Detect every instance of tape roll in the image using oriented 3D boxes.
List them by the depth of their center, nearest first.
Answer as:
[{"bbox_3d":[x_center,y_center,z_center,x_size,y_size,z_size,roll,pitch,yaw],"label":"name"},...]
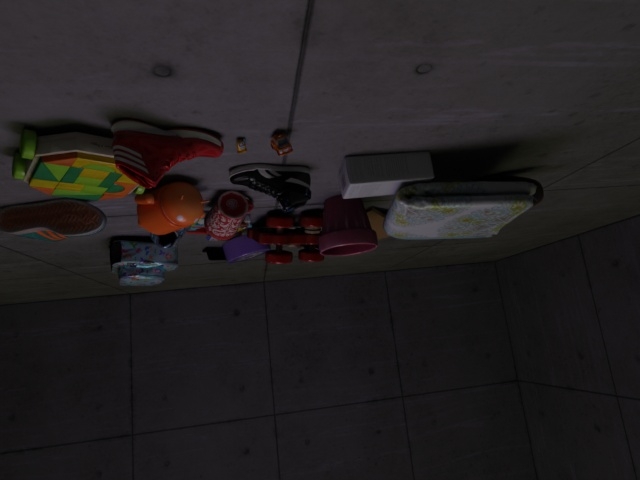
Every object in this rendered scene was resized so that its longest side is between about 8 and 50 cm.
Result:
[{"bbox_3d":[-0.308,0.030,1.788,0.189,0.080,0.189,-18,174,-2],"label":"tape roll"}]

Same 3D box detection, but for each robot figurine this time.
[{"bbox_3d":[-0.409,-0.087,1.166,0.220,0.128,0.158,-14,123,33],"label":"robot figurine"}]

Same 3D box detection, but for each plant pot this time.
[{"bbox_3d":[0.086,-0.052,1.461,0.202,0.180,0.201,-6,168,-1],"label":"plant pot"}]

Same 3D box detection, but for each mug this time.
[{"bbox_3d":[-0.281,-0.094,1.331,0.113,0.150,0.169,34,152,-10],"label":"mug"}]

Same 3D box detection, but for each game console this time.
[{"bbox_3d":[-0.477,0.068,1.999,0.122,0.071,0.107,2,165,-31],"label":"game console"}]

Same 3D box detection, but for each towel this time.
[{"bbox_3d":[0.385,-0.085,1.256,0.375,0.090,0.320,-2,163,1],"label":"towel"}]

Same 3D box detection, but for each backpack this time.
[{"bbox_3d":[-0.699,0.084,1.718,0.254,0.191,0.225,-6,168,-29],"label":"backpack"}]

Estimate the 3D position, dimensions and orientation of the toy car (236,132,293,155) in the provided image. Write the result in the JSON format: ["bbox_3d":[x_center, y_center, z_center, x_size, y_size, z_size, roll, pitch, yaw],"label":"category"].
[{"bbox_3d":[-0.124,-0.207,0.935,0.122,0.060,0.040,-12,137,-5],"label":"toy car"}]

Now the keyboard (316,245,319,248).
[{"bbox_3d":[0.000,0.000,2.054,0.100,0.038,0.192,21,163,-11],"label":"keyboard"}]

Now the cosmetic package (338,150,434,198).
[{"bbox_3d":[0.174,-0.177,1.162,0.231,0.085,0.117,-7,168,-9],"label":"cosmetic package"}]

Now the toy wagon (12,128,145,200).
[{"bbox_3d":[-0.526,-0.148,0.964,0.267,0.068,0.344,5,164,-41],"label":"toy wagon"}]

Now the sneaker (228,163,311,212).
[{"bbox_3d":[-0.127,-0.131,1.122,0.217,0.121,0.079,-3,167,-14],"label":"sneaker"}]

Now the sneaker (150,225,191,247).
[{"bbox_3d":[-0.493,-0.030,1.353,0.104,0.125,0.262,39,142,-20],"label":"sneaker"}]

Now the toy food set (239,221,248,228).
[{"bbox_3d":[-0.298,-0.053,1.497,0.078,0.019,0.122,-16,165,36],"label":"toy food set"}]

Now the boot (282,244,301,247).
[{"bbox_3d":[-0.146,0.016,2.019,0.087,0.042,0.118,-9,168,42],"label":"boot"}]

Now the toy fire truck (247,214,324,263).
[{"bbox_3d":[-0.112,-0.020,1.636,0.302,0.169,0.254,-1,-170,-20],"label":"toy fire truck"}]

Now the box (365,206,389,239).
[{"bbox_3d":[0.214,-0.062,1.709,0.201,0.021,0.164,27,149,-33],"label":"box"}]

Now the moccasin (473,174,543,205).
[{"bbox_3d":[0.548,-0.128,1.459,0.380,0.139,0.147,-17,171,32],"label":"moccasin"}]

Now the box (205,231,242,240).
[{"bbox_3d":[-0.394,-0.020,1.736,0.136,0.028,0.081,2,166,-25],"label":"box"}]

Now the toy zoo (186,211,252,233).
[{"bbox_3d":[-0.382,-0.060,1.542,0.293,0.030,0.192,2,165,-34],"label":"toy zoo"}]

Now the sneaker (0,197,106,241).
[{"bbox_3d":[-0.742,-0.054,1.228,0.302,0.108,0.121,1,169,5],"label":"sneaker"}]

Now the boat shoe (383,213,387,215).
[{"bbox_3d":[0.307,-0.071,1.767,0.206,0.064,0.075,2,166,-33],"label":"boat shoe"}]

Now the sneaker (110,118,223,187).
[{"bbox_3d":[-0.306,-0.160,0.873,0.221,0.128,0.087,2,167,-29],"label":"sneaker"}]
